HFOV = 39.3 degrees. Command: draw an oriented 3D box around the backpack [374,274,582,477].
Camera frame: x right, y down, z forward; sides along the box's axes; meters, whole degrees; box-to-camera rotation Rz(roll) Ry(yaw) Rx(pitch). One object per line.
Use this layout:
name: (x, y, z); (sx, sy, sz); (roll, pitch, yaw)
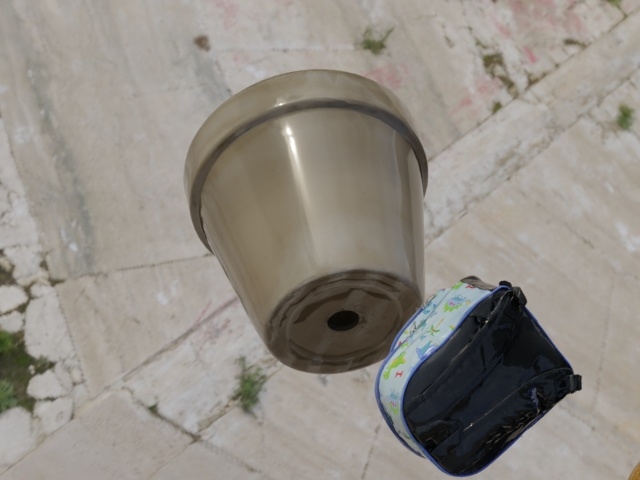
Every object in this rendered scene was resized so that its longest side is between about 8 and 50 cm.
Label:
backpack: (0.094, 0.093, 0.597); (0.114, 0.084, 0.105); (-42, 108, -14)

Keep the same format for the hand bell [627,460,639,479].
hand bell: (0.313, 0.326, 0.946); (0.126, 0.126, 0.242); (34, 71, -12)

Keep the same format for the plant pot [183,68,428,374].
plant pot: (0.000, 0.000, 1.110); (0.323, 0.323, 0.280); (13, 40, -25)
